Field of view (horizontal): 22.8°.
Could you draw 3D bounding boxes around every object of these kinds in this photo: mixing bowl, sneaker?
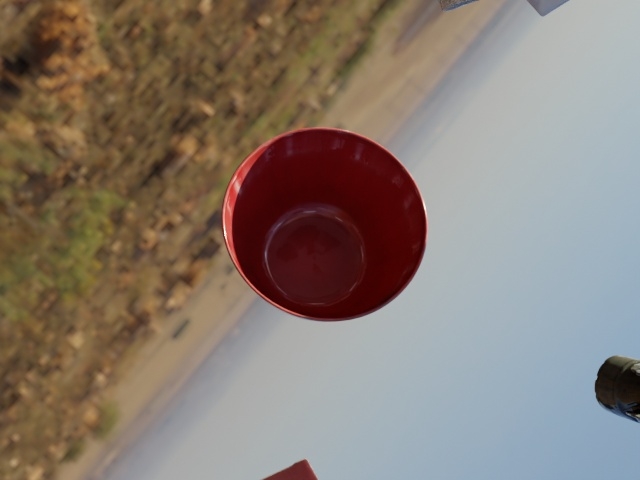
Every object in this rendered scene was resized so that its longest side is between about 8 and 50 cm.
[{"bbox_3d":[0.000,0.000,1.421,0.181,0.181,0.098,-50,171,-19],"label":"mixing bowl"},{"bbox_3d":[0.236,0.099,0.971,0.089,0.170,0.051,7,-94,54],"label":"sneaker"}]

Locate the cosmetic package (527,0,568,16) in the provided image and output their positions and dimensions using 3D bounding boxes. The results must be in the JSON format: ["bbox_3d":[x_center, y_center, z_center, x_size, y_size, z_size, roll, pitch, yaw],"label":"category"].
[{"bbox_3d":[0.121,-0.354,1.047,0.097,0.377,0.284,-49,-170,-28],"label":"cosmetic package"}]

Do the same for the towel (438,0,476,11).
[{"bbox_3d":[0.285,-0.377,1.643,0.324,0.056,0.312,-14,-147,47],"label":"towel"}]

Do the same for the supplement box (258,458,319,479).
[{"bbox_3d":[-0.015,0.313,1.305,0.130,0.239,0.073,-22,148,-14],"label":"supplement box"}]
